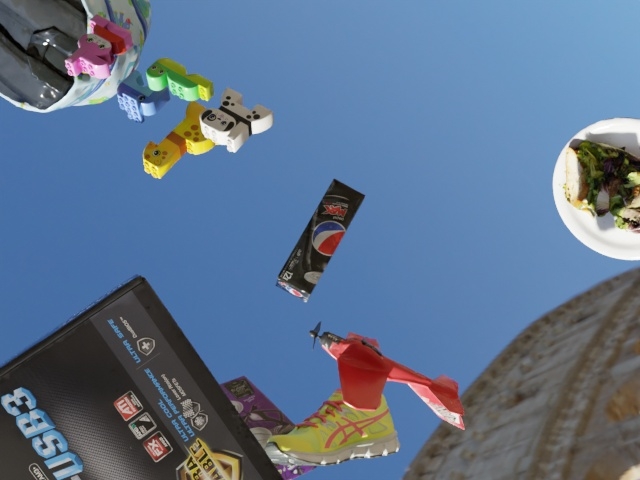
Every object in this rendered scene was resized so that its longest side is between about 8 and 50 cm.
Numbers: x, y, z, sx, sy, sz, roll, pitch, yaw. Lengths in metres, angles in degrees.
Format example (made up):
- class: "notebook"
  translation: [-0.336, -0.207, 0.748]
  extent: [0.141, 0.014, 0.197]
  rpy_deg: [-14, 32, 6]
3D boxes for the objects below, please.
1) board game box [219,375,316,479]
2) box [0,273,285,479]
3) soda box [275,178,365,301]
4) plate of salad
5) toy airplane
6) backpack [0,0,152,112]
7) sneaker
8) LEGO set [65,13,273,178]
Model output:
- class: "board game box"
  translation: [-0.201, 0.318, 1.258]
  extent: [0.347, 0.056, 0.208]
  rpy_deg: [-16, -149, -35]
- class: "box"
  translation: [-0.228, 0.234, 0.902]
  extent: [0.293, 0.073, 0.295]
  rpy_deg: [-34, -80, -15]
- class: "soda box"
  translation: [0.000, 0.000, 1.228]
  extent: [0.053, 0.060, 0.168]
  rpy_deg: [28, -106, 2]
- class: "plate of salad"
  translation: [0.406, -0.065, 1.165]
  extent: [0.048, 0.200, 0.199]
  rpy_deg: [-28, -97, -50]
- class: "toy airplane"
  translation: [0.058, 0.108, 0.699]
  extent: [0.151, 0.028, 0.151]
  rpy_deg: [28, -165, -8]
- class: "backpack"
  translation: [-0.414, -0.343, 1.218]
  extent: [0.355, 0.290, 0.273]
  rpy_deg: [46, -156, 21]
- class: "sneaker"
  translation: [0.013, 0.241, 1.128]
  extent: [0.209, 0.081, 0.094]
  rpy_deg: [2, -100, -42]
- class: "LEGO set"
  translation: [-0.165, -0.126, 0.884]
  extent: [0.227, 0.087, 0.093]
  rpy_deg: [30, -118, 17]
